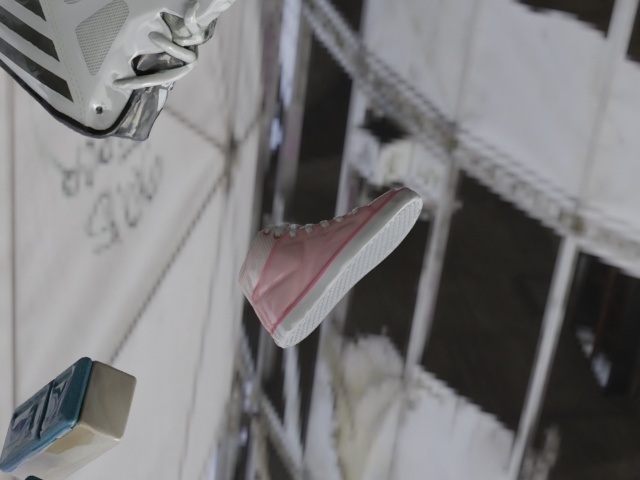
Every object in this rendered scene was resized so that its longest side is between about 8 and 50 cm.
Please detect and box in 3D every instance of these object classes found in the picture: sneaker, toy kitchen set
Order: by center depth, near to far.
[{"bbox_3d":[0.000,0.000,1.178,0.070,0.134,0.051,49,-164,20],"label":"sneaker"},{"bbox_3d":[-0.241,0.169,1.225,0.166,0.122,0.207,26,-126,-23],"label":"toy kitchen set"},{"bbox_3d":[-0.078,-0.207,1.438,0.448,0.257,0.169,4,-162,11],"label":"sneaker"}]
